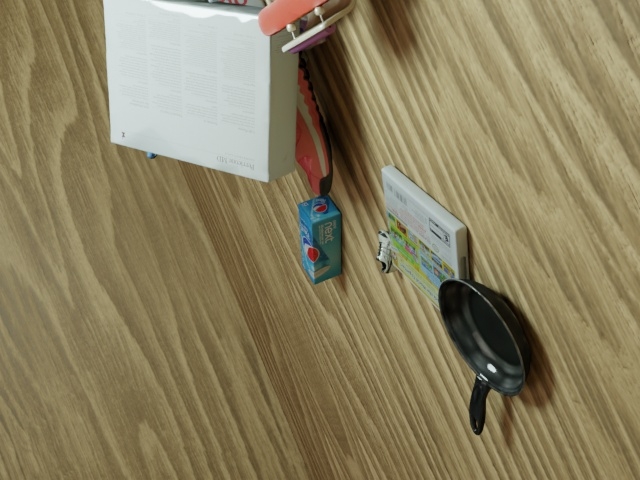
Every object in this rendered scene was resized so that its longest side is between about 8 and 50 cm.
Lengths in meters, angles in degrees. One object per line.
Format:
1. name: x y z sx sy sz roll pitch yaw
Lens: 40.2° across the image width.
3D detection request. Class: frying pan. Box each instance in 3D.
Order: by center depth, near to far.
1. frying pan: 0.264 0.194 1.317 0.197 0.053 0.326 28 143 60

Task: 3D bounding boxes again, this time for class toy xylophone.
1. toy xylophone: -0.062 -0.424 1.253 0.236 0.081 0.322 -26 88 55

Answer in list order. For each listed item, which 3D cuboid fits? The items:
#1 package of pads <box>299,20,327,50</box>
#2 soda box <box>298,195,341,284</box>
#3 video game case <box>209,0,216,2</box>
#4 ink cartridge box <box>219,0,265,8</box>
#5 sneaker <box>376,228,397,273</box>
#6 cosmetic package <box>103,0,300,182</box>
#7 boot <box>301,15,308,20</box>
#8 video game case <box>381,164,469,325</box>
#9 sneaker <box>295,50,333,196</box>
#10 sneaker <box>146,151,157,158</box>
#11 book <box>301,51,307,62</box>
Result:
1. package of pads: -0.019 -0.366 1.542 0.050 0.032 0.083 69 165 -10
2. soda box: 0.000 0.000 1.895 0.067 0.071 0.210 56 160 36
3. video game case: -0.126 -0.509 1.451 0.022 0.173 0.190 -107 3 -61
4. ink cartridge box: -0.320 -0.575 1.791 0.395 0.285 0.166 68 166 0
5. sneaker: 0.117 0.022 1.603 0.032 0.037 0.083 -169 60 -74
6. cosmetic package: -0.218 -0.284 1.569 0.377 0.097 0.284 17 115 28
7. boot: -0.056 -0.478 1.400 0.123 0.095 0.258 170 85 -88
8. video game case: 0.173 0.011 1.427 0.227 0.026 0.206 47 154 50
9. sneaker: -0.065 -0.223 1.637 0.116 0.136 0.313 -89 -18 -70
10. sneaker: -0.401 -0.253 1.914 0.162 0.073 0.063 70 161 -4
11. book: -0.066 -0.354 1.718 0.096 0.035 0.144 56 162 13
